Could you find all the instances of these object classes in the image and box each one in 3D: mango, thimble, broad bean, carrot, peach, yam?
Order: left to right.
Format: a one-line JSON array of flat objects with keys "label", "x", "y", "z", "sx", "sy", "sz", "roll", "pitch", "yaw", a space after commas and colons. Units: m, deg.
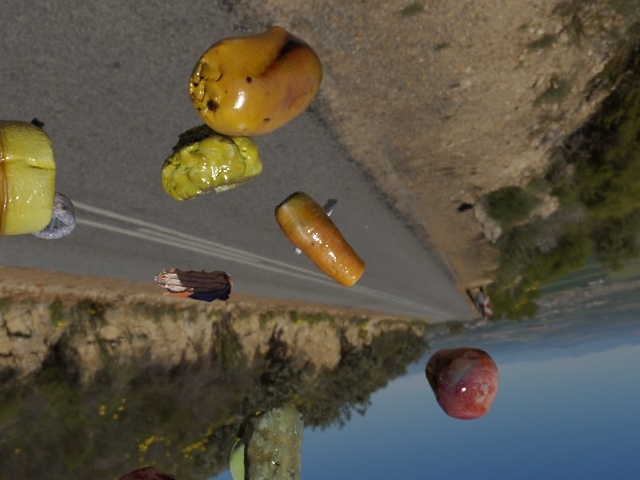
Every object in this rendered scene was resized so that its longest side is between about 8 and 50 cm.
[{"label": "thimble", "x": -0.870, "y": -0.079, "z": 1.929, "sx": 0.150, "sy": 0.098, "sz": 0.150, "roll": -18, "pitch": 153, "yaw": -10}, {"label": "mango", "x": -0.113, "y": -0.280, "z": 1.074, "sx": 0.152, "sy": 0.201, "sz": 0.287, "roll": 27, "pitch": -143, "yaw": 23}, {"label": "broad bean", "x": -0.155, "y": 0.544, "z": 1.539, "sx": 0.169, "sy": 0.228, "sz": 0.100, "roll": -12, "pitch": -171, "yaw": -11}, {"label": "yam", "x": -0.097, "y": 0.528, "z": 1.261, "sx": 0.133, "sy": 0.331, "sz": 0.133, "roll": -2, "pitch": 160, "yaw": -1}, {"label": "carrot", "x": 0.000, "y": 0.000, "z": 1.055, "sx": 0.087, "sy": 0.193, "sz": 0.087, "roll": -39, "pitch": -167, "yaw": 10}, {"label": "peach", "x": 0.278, "y": 0.284, "z": 1.217, "sx": 0.152, "sy": 0.152, "sz": 0.152, "roll": -7, "pitch": 167, "yaw": -2}]

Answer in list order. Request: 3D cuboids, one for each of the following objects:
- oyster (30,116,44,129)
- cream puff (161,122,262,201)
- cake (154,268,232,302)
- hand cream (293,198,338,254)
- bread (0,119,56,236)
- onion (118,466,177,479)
[{"label": "oyster", "x": -0.837, "y": -0.185, "z": 1.663, "sx": 0.345, "sy": 0.078, "sz": 0.128, "roll": -58, "pitch": 160, "yaw": 19}, {"label": "cream puff", "x": -0.304, "y": -0.219, "z": 1.619, "sx": 0.281, "sy": 0.185, "sz": 0.282, "roll": -20, "pitch": -175, "yaw": 2}, {"label": "cake", "x": -0.423, "y": 0.145, "z": 2.039, "sx": 0.287, "sy": 0.098, "sz": 0.135, "roll": 10, "pitch": 150, "yaw": -38}, {"label": "hand cream", "x": -0.018, "y": -0.047, "z": 1.900, "sx": 0.052, "sy": 0.216, "sz": 0.038, "roll": 28, "pitch": 165, "yaw": 31}, {"label": "bread", "x": -0.680, "y": -0.136, "z": 1.314, "sx": 0.148, "sy": 0.270, "sz": 0.269, "roll": -4, "pitch": 167, "yaw": -37}, {"label": "onion", "x": -0.344, "y": 0.604, "z": 1.207, "sx": 0.111, "sy": 0.250, "sz": 0.247, "roll": -4, "pitch": -144, "yaw": 45}]
